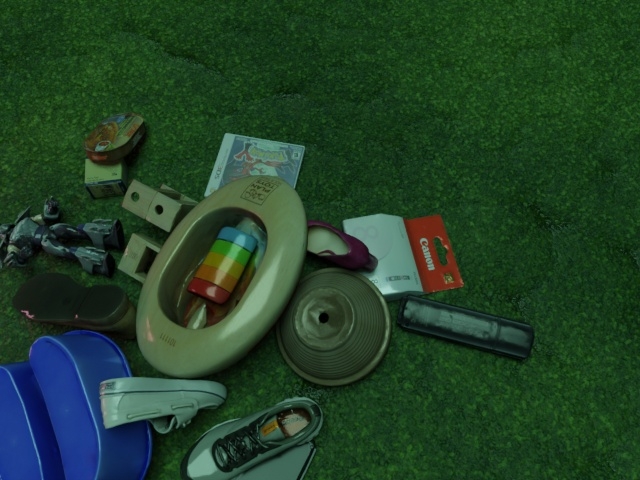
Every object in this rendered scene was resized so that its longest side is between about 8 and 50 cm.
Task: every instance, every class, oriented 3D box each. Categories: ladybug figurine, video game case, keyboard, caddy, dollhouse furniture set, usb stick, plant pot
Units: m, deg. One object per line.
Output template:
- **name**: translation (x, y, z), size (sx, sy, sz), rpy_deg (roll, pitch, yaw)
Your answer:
- **ladybug figurine**: translation (-0.174, 0.070, 1.128), size (0.305, 0.162, 0.449), rpy_deg (22, 71, 28)
- **video game case**: translation (-0.152, -0.160, 1.336), size (0.201, 0.023, 0.184), rpy_deg (10, 65, 5)
- **keyboard**: translation (-0.162, 0.466, 1.029), size (0.201, 0.033, 0.317), rpy_deg (28, 66, 7)
- **caddy**: translation (-0.444, 0.325, 1.018), size (0.241, 0.179, 0.341), rpy_deg (-30, 71, 8)
- **dollhouse furniture set**: translation (-0.360, -0.020, 1.233), size (0.128, 0.129, 0.184), rpy_deg (28, 97, 13)
- **usb stick**: translation (0.297, 0.176, 1.162), size (0.277, 0.045, 0.077), rpy_deg (14, 80, 6)
- **plant pot**: translation (0.018, 0.161, 1.104), size (0.237, 0.110, 0.238), rpy_deg (-4, 73, 11)

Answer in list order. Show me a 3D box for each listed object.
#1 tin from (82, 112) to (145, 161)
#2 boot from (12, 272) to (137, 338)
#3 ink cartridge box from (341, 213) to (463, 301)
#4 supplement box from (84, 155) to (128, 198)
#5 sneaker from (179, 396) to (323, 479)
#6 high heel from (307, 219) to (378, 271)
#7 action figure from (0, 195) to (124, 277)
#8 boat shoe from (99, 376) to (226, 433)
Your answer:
- **tin**: translation (-0.478, -0.242, 1.329), size (0.106, 0.040, 0.190), rpy_deg (-1, 38, 10)
- **boot**: translation (-0.493, 0.143, 1.149), size (0.305, 0.115, 0.112), rpy_deg (7, 55, 25)
- **ink cartridge box**: translation (0.177, 0.028, 1.230), size (0.232, 0.066, 0.189), rpy_deg (-12, 64, -1)
- **supplement box**: translation (-0.493, -0.150, 1.311), size (0.083, 0.056, 0.083), rpy_deg (-8, 64, -4)
- **sneaker**: translation (-0.122, 0.351, 1.009), size (0.271, 0.108, 0.100), rpy_deg (-23, 72, -13)
- **high heel**: translation (0.000, 0.000, 1.178), size (0.244, 0.117, 0.082), rpy_deg (30, 90, 34)
- **action figure**: translation (-0.574, -0.008, 1.217), size (0.284, 0.099, 0.185), rpy_deg (9, 59, 2)
- **boat shoe**: translation (-0.267, 0.294, 1.001), size (0.096, 0.267, 0.088), rpy_deg (-18, 66, 25)
